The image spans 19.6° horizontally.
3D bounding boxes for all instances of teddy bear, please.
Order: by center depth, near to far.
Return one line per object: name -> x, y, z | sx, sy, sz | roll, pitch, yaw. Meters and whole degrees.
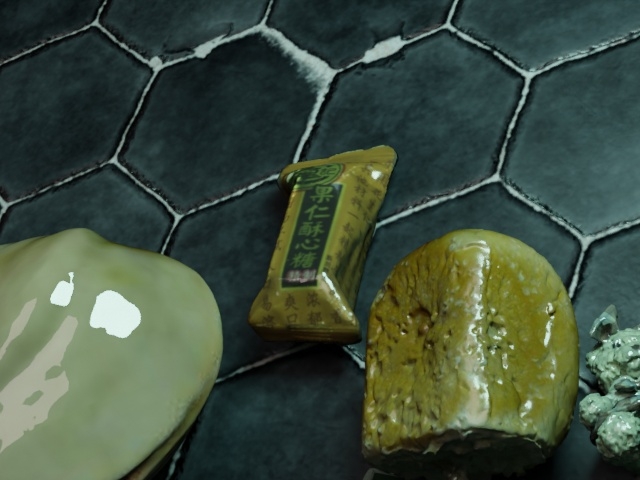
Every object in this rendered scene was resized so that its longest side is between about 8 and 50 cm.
teddy bear -> 0.310, 0.161, 1.773 | 0.133, 0.111, 0.213 | -2, 28, 0

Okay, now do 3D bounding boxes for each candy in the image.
candy -> 0.000, 0.000, 2.034 | 0.143, 0.101, 0.271 | -1, 50, 18

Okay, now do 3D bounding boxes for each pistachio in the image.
pistachio -> -0.307, 0.163, 1.937 | 0.445, 0.281, 0.365 | -30, 45, -2

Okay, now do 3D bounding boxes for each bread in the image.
bread -> 0.151, 0.133, 1.807 | 0.195, 0.176, 0.246 | -27, 51, 49

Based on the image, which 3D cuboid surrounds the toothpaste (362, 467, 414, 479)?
toothpaste -> 0.125, 0.261, 1.823 | 0.204, 0.031, 0.049 | 7, 58, 32
